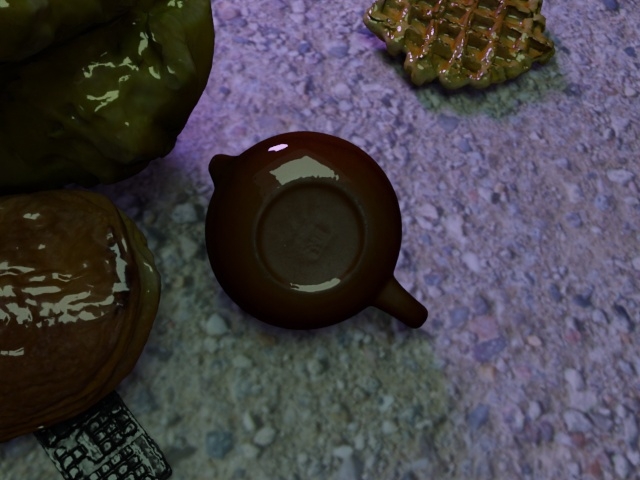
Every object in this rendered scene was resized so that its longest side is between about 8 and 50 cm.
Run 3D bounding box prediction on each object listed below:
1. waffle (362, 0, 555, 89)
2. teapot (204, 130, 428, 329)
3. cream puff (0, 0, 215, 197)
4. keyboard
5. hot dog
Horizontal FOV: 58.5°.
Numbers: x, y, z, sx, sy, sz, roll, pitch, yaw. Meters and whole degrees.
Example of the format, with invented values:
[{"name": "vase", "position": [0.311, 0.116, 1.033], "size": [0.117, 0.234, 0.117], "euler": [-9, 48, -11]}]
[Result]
[{"name": "waffle", "position": [0.181, -0.314, 0.774], "size": [0.290, 0.051, 0.291], "euler": [5, 64, -10]}, {"name": "teapot", "position": [0.000, 0.000, 0.540], "size": [0.252, 0.135, 0.178], "euler": [37, 95, -13]}, {"name": "cream puff", "position": [-0.239, -0.165, 0.442], "size": [0.378, 0.378, 0.276], "euler": [-30, 93, -24]}, {"name": "keyboard", "position": [-0.218, 0.124, 0.478], "size": [0.072, 0.023, 0.231], "euler": [-36, 76, -23]}, {"name": "hot dog", "position": [-0.260, 0.051, 0.429], "size": [0.272, 0.122, 0.196], "euler": [-13, 70, -17]}]
